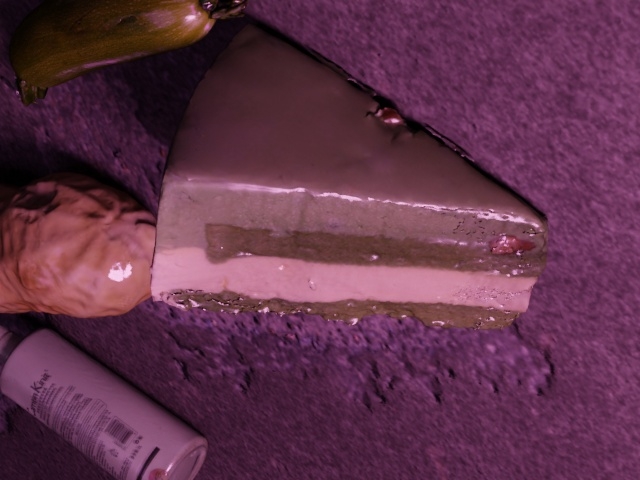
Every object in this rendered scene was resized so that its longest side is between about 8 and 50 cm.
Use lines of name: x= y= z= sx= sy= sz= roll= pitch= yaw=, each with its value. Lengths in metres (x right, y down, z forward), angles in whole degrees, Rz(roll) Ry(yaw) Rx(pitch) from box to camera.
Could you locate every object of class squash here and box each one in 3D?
squash: x=-0.175 y=-0.165 z=1.386 sx=0.318 sy=0.071 sz=0.080 roll=-12 pitch=118 yaw=51

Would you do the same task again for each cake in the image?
cake: x=0.006 y=0.002 z=1.294 sx=0.283 sy=0.172 sz=0.158 roll=32 pitch=146 yaw=14

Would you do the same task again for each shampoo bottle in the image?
shampoo bottle: x=-0.239 y=0.163 z=1.781 sx=0.262 sy=0.085 sz=0.085 roll=33 pitch=144 yaw=17

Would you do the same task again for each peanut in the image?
peanut: x=-0.255 y=0.005 z=1.599 sx=0.290 sy=0.130 sz=0.130 roll=-1 pitch=125 yaw=45
